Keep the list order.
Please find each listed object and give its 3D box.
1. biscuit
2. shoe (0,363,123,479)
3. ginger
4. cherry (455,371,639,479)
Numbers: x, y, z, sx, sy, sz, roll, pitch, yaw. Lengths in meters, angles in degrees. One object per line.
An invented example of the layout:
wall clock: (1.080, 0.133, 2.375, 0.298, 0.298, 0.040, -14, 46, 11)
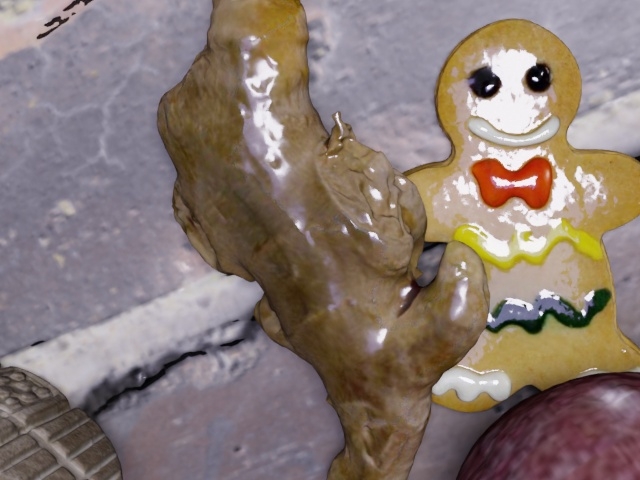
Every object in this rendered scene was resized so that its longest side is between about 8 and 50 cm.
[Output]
biscuit: (0.117, -0.009, 0.611, 0.158, 0.035, 0.240, -7, 99, 7)
shoe: (-0.293, 0.154, 0.624, 0.351, 0.172, 0.198, 18, 92, 17)
ginger: (-0.001, -0.002, 0.597, 0.166, 0.080, 0.333, -25, 90, 38)
cherry: (0.182, 0.171, 0.514, 0.230, 0.300, 0.203, 12, 96, -13)
